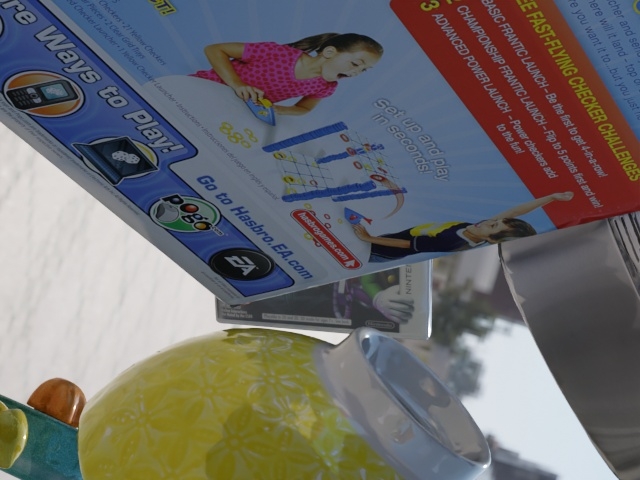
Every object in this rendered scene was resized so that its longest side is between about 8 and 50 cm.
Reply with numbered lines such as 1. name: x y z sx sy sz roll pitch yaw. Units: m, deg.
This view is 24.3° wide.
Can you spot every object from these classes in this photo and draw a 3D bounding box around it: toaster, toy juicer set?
1. toaster: 0.196 0.027 0.801 0.129 0.227 0.146 -26 178 -23
2. toy juicer set: -0.219 0.150 1.180 0.089 0.329 0.209 -65 -176 -12

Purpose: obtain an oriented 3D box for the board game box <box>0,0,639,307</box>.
1. board game box: 0.013 -0.100 0.642 0.308 0.302 0.086 45 39 -50

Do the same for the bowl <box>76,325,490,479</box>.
1. bowl: 0.010 0.146 0.913 0.156 0.289 0.289 -46 -177 13

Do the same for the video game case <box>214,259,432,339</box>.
1. video game case: 0.000 0.000 1.256 0.022 0.190 0.173 -66 158 -61
